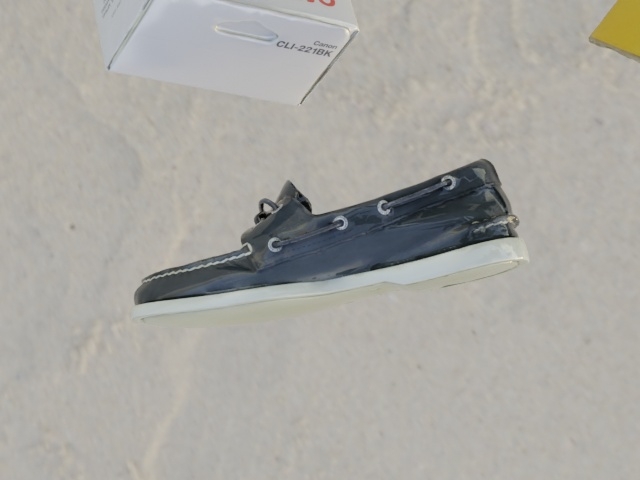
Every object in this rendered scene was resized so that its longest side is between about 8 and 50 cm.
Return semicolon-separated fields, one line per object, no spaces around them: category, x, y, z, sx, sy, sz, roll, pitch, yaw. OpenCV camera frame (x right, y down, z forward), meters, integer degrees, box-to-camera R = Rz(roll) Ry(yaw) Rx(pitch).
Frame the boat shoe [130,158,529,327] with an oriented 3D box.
boat shoe;0.000;-0.001;1.357;0.340;0.127;0.113;-11;80;10

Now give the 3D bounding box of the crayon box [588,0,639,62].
crayon box;0.290;-0.095;0.658;0.202;0.318;0.081;-53;134;0

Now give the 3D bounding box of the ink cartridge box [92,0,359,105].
ink cartridge box;-0.101;-0.266;1.411;0.197;0.273;0.114;8;140;-30
